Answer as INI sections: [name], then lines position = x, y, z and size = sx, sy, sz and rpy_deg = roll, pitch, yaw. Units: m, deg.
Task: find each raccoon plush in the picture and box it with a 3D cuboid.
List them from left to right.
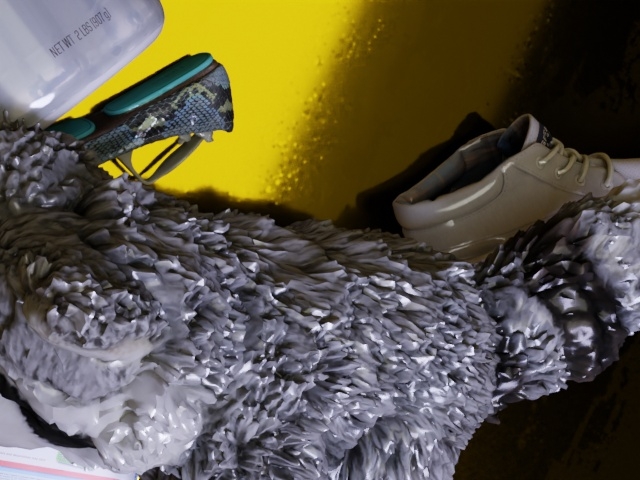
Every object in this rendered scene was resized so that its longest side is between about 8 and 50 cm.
[raccoon plush]
position = 0.000, 0.000, 0.797
size = 0.446, 0.216, 0.299
rpy_deg = -40, 137, -19

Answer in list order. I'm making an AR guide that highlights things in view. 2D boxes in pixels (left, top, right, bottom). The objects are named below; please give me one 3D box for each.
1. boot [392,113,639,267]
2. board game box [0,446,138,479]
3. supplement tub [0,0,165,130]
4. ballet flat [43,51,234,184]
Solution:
[boot]
position = 0.178, -0.037, 0.983
size = 0.258, 0.095, 0.123
rpy_deg = -29, 111, -12
[board game box]
position = -0.186, 0.086, 0.911
size = 0.160, 0.039, 0.211
rpy_deg = 13, 92, -19
[supplement tub]
position = -0.249, -0.198, 0.778
size = 0.193, 0.193, 0.316
rpy_deg = -39, 105, -10
[ballet flat]
position = -0.137, -0.057, 0.898
size = 0.188, 0.070, 0.070
rpy_deg = -26, 103, -13
